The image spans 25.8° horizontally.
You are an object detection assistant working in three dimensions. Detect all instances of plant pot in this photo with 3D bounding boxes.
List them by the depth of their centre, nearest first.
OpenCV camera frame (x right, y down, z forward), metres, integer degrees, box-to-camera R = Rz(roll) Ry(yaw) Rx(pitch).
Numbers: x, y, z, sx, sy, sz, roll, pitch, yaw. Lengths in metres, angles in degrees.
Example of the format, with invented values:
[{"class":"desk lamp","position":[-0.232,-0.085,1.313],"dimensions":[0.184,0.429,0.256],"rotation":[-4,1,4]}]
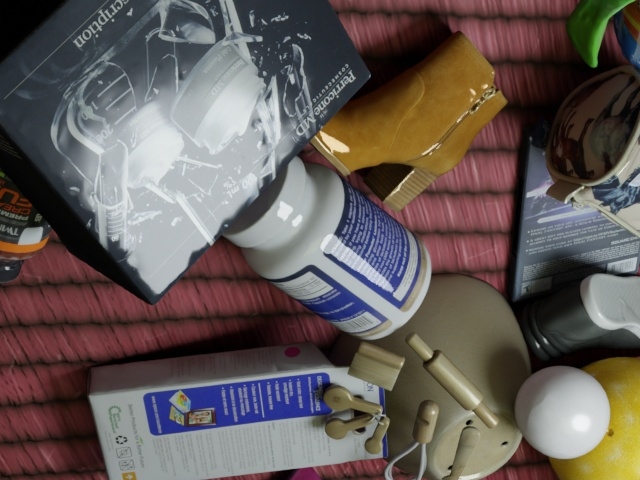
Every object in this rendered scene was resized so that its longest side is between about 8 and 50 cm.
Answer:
[{"class":"plant pot","position":[0.172,0.213,1.874],"dimensions":[0.284,0.191,0.284],"rotation":[-12,128,-15]}]

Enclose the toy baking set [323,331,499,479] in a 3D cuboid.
[{"class":"toy baking set","position":[0.119,0.225,1.746],"dimensions":[0.256,0.030,0.197],"rotation":[42,121,-12]}]

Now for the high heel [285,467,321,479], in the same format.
[{"class":"high heel","position":[-0.105,0.403,1.991],"dimensions":[0.244,0.082,0.117],"rotation":[-20,102,8]}]

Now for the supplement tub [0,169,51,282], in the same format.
[{"class":"supplement tub","position":[-0.333,-0.051,1.516],"dimensions":[0.106,0.106,0.198],"rotation":[9,120,-28]}]

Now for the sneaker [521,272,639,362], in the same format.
[{"class":"sneaker","position":[0.386,0.116,1.965],"dimensions":[0.147,0.104,0.296],"rotation":[-23,157,32]}]

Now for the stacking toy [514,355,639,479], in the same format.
[{"class":"stacking toy","position":[0.415,0.265,1.888],"dimensions":[0.480,0.350,0.350],"rotation":[25,113,-41]}]

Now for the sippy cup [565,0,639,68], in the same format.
[{"class":"sippy cup","position":[0.433,-0.295,1.573],"dimensions":[0.305,0.240,0.224],"rotation":[6,156,2]}]

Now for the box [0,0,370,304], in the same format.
[{"class":"box","position":[-0.171,-0.176,1.373],"dimensions":[0.343,0.179,0.312],"rotation":[-48,133,-14]}]

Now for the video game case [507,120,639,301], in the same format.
[{"class":"video game case","position":[0.352,-0.049,1.864],"dimensions":[0.196,0.026,0.274],"rotation":[-12,127,-15]}]

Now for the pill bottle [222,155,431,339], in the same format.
[{"class":"pill bottle","position":[0.000,0.000,1.666],"dimensions":[0.153,0.153,0.265],"rotation":[-44,130,12]}]

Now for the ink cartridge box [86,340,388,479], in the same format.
[{"class":"ink cartridge box","position":[-0.102,0.223,1.796],"dimensions":[0.371,0.069,0.176],"rotation":[-5,128,0]}]

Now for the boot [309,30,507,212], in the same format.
[{"class":"boot","position":[0.088,-0.165,1.610],"dimensions":[0.211,0.104,0.295],"rotation":[-49,142,7]}]

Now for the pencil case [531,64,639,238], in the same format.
[{"class":"pencil case","position":[0.449,-0.054,1.779],"dimensions":[0.410,0.160,0.183],"rotation":[32,100,-37]}]
